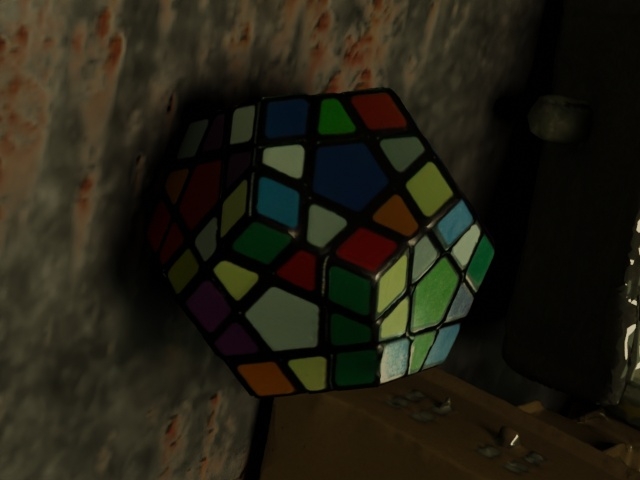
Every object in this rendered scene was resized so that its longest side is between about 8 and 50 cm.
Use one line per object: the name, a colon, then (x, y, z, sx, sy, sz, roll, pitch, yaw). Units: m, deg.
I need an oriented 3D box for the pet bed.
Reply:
pet bed: (0.170, -0.015, 0.868, 0.183, 0.159, 0.211, -83, -175, -85)

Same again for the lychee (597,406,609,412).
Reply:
lychee: (0.237, 0.208, 1.032, 0.320, 0.270, 0.270, -37, 141, -60)

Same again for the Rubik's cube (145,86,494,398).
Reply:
Rubik's cube: (0.000, 0.000, 0.671, 0.133, 0.133, 0.112, -46, 171, -29)

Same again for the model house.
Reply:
model house: (0.101, 0.141, 0.854, 0.248, 0.181, 0.176, -13, 122, -51)
